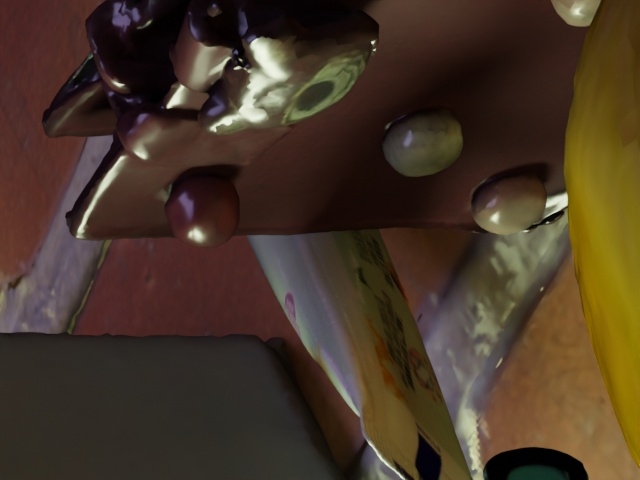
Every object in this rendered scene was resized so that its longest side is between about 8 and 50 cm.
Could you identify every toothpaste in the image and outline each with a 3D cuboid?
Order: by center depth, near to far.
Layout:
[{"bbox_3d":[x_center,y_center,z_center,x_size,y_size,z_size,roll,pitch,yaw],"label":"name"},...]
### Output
[{"bbox_3d":[0.000,0.000,0.676,0.314,0.058,0.056,-114,32,-56],"label":"toothpaste"}]

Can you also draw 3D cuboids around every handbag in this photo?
[{"bbox_3d":[0.043,-0.070,0.557,0.203,0.216,0.074,-44,61,42],"label":"handbag"}]

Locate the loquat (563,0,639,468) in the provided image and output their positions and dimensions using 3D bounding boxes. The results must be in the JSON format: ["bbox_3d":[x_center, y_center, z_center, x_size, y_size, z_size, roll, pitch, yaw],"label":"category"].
[{"bbox_3d":[0.180,-0.006,0.371,0.263,0.263,0.263,-1,89,53],"label":"loquat"}]

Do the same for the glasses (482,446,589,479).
[{"bbox_3d":[0.036,0.190,0.588,0.102,0.239,0.207,-157,51,-69],"label":"glasses"}]

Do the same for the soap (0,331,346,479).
[{"bbox_3d":[-0.224,0.198,0.726,0.350,0.435,0.213,-56,43,41],"label":"soap"}]
